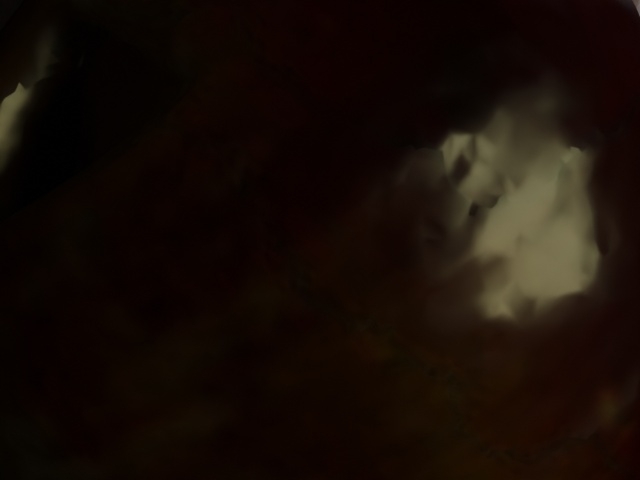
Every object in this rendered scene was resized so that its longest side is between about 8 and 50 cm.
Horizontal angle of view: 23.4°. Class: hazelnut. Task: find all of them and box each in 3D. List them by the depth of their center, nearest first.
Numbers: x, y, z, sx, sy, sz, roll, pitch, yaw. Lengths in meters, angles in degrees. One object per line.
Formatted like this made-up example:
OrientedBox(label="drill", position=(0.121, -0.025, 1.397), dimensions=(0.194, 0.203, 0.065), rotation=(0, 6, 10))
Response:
OrientedBox(label="hazelnut", position=(0.000, 0.000, 0.807), dimensions=(0.402, 0.402, 0.429), rotation=(-63, 149, -28))
